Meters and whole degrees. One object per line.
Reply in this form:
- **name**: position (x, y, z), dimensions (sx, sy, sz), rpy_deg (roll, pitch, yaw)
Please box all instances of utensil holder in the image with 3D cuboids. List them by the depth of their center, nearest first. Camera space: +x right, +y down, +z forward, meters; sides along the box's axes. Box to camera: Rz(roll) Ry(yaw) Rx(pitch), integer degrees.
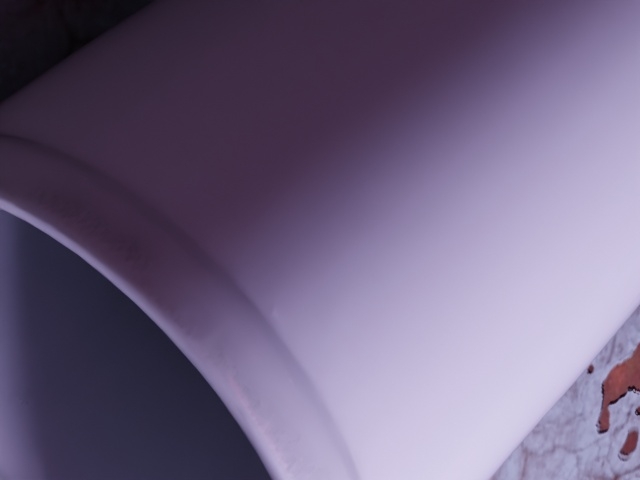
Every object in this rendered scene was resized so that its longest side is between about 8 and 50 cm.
- **utensil holder**: position (0.000, 0.000, 0.918), dimensions (0.385, 0.328, 0.327), rpy_deg (-40, 122, -34)
